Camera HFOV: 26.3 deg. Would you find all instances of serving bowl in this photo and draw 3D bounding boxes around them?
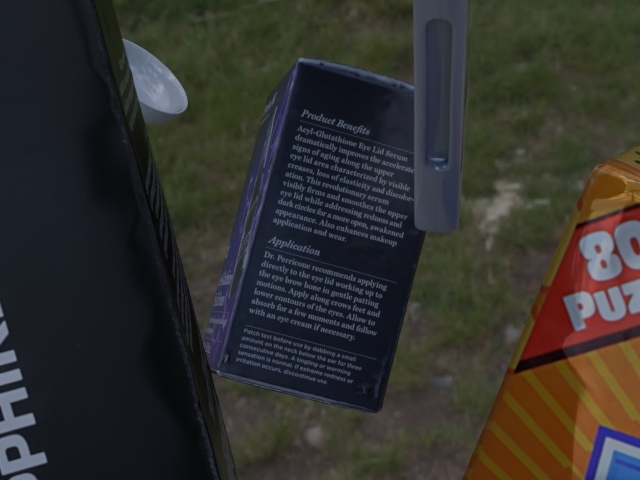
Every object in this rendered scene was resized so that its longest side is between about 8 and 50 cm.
[{"bbox_3d":[-0.141,-0.115,1.029,0.027,0.083,0.083,-47,22,23],"label":"serving bowl"}]

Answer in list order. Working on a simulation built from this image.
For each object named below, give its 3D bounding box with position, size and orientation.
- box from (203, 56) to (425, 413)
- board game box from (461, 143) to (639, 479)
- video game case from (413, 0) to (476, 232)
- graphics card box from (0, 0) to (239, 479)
[{"bbox_3d":[0.000,0.000,0.907,0.108,0.207,0.153,15,-7,-8],"label":"box"},{"bbox_3d":[0.250,0.174,0.558,0.356,0.356,0.356,26,20,19],"label":"board game box"},{"bbox_3d":[0.065,-0.154,0.661,0.026,0.206,0.227,3,56,6],"label":"video game case"},{"bbox_3d":[-0.101,-0.045,0.402,0.094,0.371,0.233,-14,14,-5],"label":"graphics card box"}]
